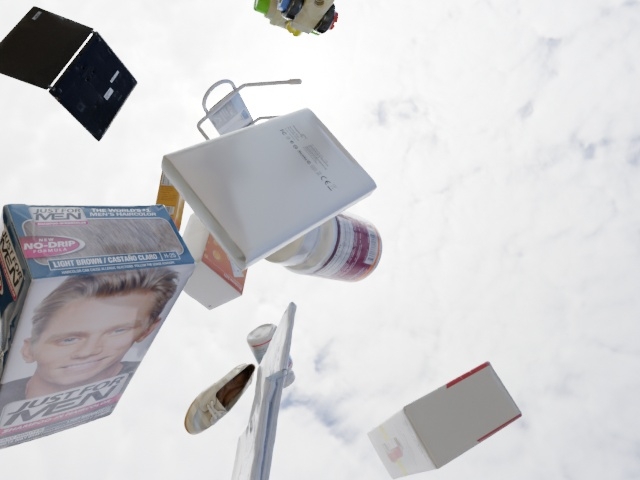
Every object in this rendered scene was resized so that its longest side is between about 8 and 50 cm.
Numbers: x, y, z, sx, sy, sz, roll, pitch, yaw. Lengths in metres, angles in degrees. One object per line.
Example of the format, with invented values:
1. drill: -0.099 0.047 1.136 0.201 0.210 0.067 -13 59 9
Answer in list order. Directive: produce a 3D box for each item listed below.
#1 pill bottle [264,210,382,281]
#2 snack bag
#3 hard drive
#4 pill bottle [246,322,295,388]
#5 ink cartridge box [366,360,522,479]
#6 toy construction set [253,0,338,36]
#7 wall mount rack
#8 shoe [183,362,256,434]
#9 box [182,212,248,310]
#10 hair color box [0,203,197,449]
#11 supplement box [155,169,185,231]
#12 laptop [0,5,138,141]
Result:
1. pill bottle: 0.000 0.000 1.417 0.224 0.392 0.223 -8 -104 34
2. snack bag: -0.113 0.315 0.867 0.037 0.323 0.342 15 -131 -8
3. hard drive: -0.078 -0.116 0.894 0.233 0.353 0.047 50 -41 9
4. pill bottle: -0.123 0.301 1.240 0.087 0.087 0.160 -13 -70 25
5. ink cartridge box: 0.321 0.508 1.324 0.279 0.384 0.160 -22 -113 -20
6. toy construction set: -0.007 -0.433 0.696 0.151 0.327 0.214 6 -109 -14
7. wall mount rack: -0.192 -0.356 1.395 0.304 0.350 0.130 -41 -102 -3
8. shoe: -0.236 0.371 1.146 0.076 0.219 0.058 52 -39 -6
9. box: -0.391 0.045 1.776 0.168 0.215 0.345 -26 -143 25
10. hair color box: -0.309 0.113 0.589 0.105 0.174 0.347 53 -54 26
11. supplement box: -0.491 -0.149 1.581 0.080 0.078 0.233 6 -109 0
12. laptop: -0.639 -0.420 1.211 0.137 0.264 0.234 1 -123 26
